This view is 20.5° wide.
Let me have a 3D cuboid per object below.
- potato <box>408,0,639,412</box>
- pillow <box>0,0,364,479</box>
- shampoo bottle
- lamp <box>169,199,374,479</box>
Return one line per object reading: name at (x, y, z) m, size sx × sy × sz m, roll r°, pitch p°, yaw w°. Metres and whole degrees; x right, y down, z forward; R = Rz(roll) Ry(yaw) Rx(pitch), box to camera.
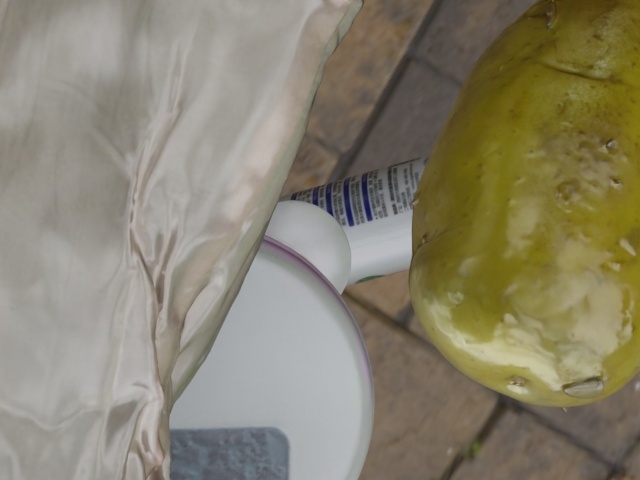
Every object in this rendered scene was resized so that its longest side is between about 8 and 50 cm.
potato at (0.149, -0.038, 1.051) m, size 0.173 × 0.300 × 0.140 m, roll 14°, pitch 148°, yaw 16°
pillow at (-0.092, 0.013, 0.535) m, size 0.173 × 0.067 × 0.270 m, roll 19°, pitch 104°, yaw 12°
shampoo bottle at (0.000, 0.000, 1.503) m, size 0.303 × 0.092 × 0.092 m, roll -16°, pitch 106°, yaw 13°
lamp at (-0.066, 0.102, 0.859) m, size 0.179 × 0.108 × 0.246 m, roll 2°, pitch 87°, yaw -11°
